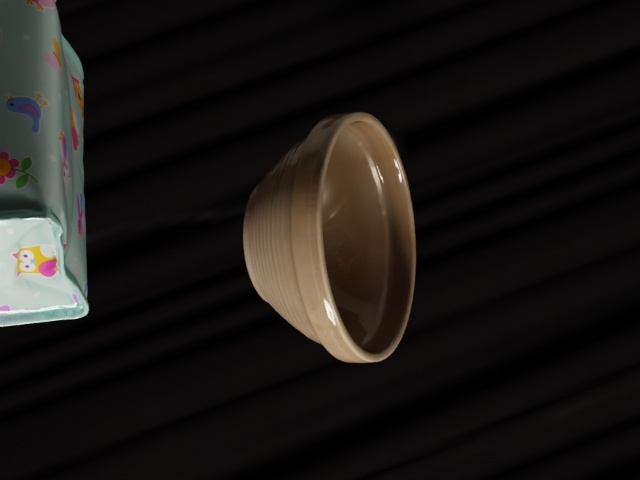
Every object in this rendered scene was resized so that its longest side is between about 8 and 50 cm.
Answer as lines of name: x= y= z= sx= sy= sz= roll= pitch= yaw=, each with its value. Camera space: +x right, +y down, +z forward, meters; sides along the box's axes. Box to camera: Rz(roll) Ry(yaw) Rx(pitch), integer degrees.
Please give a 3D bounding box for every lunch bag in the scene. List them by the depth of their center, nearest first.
lunch bag: x=-0.300 y=-0.056 z=1.381 sx=0.160 sy=0.262 sz=0.223 roll=82 pitch=-177 yaw=-57

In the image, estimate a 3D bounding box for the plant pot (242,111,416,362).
plant pot: x=0.000 y=0.000 z=1.889 sx=0.237 sy=0.109 sz=0.237 roll=-5 pitch=-90 yaw=-66
